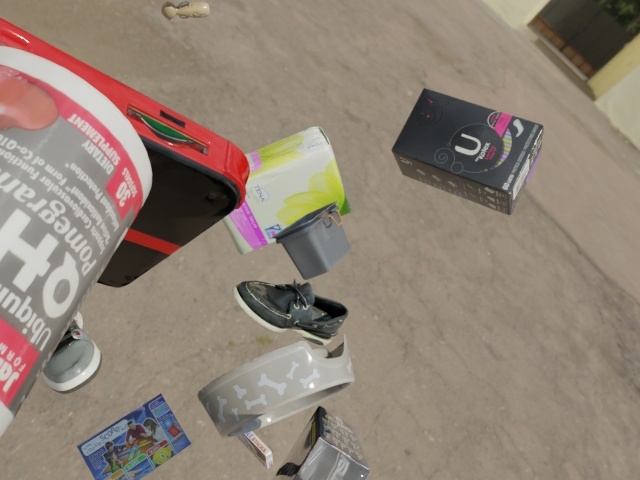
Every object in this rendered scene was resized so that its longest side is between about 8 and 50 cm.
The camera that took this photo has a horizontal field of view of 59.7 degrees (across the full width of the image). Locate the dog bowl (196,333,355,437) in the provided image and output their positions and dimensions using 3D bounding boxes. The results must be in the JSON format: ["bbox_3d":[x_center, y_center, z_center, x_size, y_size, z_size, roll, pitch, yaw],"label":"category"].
[{"bbox_3d":[-0.083,0.318,1.200,0.349,0.349,0.102,0,60,-49],"label":"dog bowl"}]

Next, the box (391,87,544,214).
[{"bbox_3d":[0.316,-0.192,1.203,0.270,0.165,0.143,25,-7,24],"label":"box"}]

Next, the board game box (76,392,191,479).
[{"bbox_3d":[-0.409,0.452,1.231,0.201,0.035,0.136,-29,79,-26],"label":"board game box"}]

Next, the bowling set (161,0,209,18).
[{"bbox_3d":[-0.366,-0.710,1.410,0.154,0.287,0.199,-10,77,-17],"label":"bowling set"}]

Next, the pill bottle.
[{"bbox_3d":[-0.258,0.033,0.368,0.176,0.176,0.318,32,52,-18],"label":"pill bottle"}]

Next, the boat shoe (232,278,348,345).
[{"bbox_3d":[-0.049,0.143,1.245,0.340,0.113,0.127,34,20,-43],"label":"boat shoe"}]

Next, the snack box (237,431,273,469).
[{"bbox_3d":[-0.184,0.494,1.398,0.022,0.064,0.178,-32,48,-32],"label":"snack box"}]

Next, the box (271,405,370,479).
[{"bbox_3d":[-0.052,0.447,0.912,0.097,0.318,0.395,30,-10,5],"label":"box"}]

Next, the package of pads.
[{"bbox_3d":[-0.097,-0.114,1.288,0.229,0.297,0.101,69,-2,-47],"label":"package of pads"}]

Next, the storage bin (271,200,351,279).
[{"bbox_3d":[0.000,0.000,0.935,0.091,0.098,0.135,63,30,-8],"label":"storage bin"}]

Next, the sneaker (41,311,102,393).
[{"bbox_3d":[-0.503,0.142,1.030,0.295,0.124,0.178,32,-32,51],"label":"sneaker"}]

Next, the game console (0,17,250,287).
[{"bbox_3d":[-0.314,-0.069,0.640,0.387,0.342,0.060,25,49,-40],"label":"game console"}]
